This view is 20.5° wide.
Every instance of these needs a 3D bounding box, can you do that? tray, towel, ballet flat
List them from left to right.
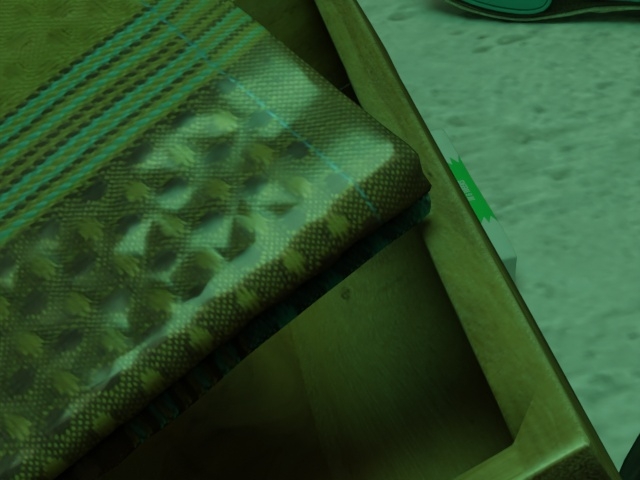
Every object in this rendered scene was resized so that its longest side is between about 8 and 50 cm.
[{"bbox_3d":[-0.182,-0.037,0.511,0.271,0.040,0.370,-39,56,-13],"label":"towel"},{"bbox_3d":[-0.043,0.036,0.548,0.203,0.076,0.411,-31,23,6],"label":"tray"},{"bbox_3d":[0.133,-0.144,0.954,0.168,0.057,0.052,8,8,12],"label":"ballet flat"}]

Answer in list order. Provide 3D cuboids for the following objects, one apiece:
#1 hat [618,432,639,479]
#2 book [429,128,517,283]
[{"bbox_3d":[0.223,0.143,0.434,0.331,0.134,0.331,2,39,-2],"label":"hat"},{"bbox_3d":[0.000,0.000,0.763,0.144,0.035,0.096,-11,38,-12],"label":"book"}]
